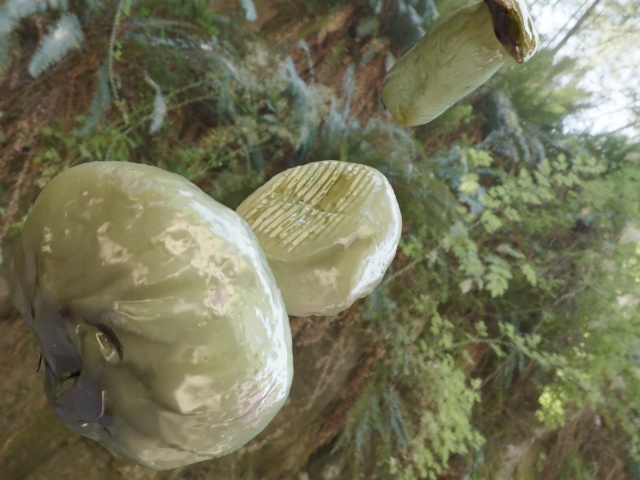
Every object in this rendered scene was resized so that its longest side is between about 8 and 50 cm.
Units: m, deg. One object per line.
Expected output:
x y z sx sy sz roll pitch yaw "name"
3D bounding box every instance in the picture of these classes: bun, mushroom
-0.150 0.069 0.616 0.272 0.168 0.273 14 -63 31 "bun"
0.000 0.000 0.843 0.178 0.193 0.128 22 -35 34 "bun"
0.164 -0.226 0.951 0.312 0.081 0.100 -23 -93 68 "mushroom"
